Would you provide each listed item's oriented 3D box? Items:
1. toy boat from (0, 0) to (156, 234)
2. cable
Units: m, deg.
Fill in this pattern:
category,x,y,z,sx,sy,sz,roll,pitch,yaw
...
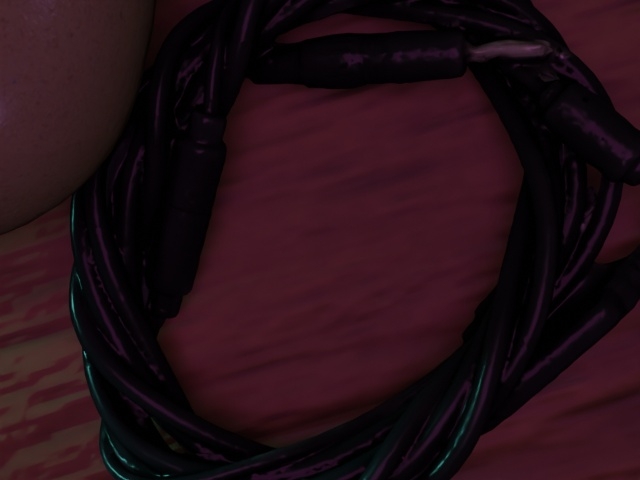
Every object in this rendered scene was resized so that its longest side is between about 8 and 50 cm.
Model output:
category,x,y,z,sx,sy,sz,roll,pitch,yaw
toy boat,-0.184,-0.017,0.457,0.268,0.148,0.318,5,86,-2
cable,0.000,0.000,0.483,0.184,0.047,0.150,-40,90,5
